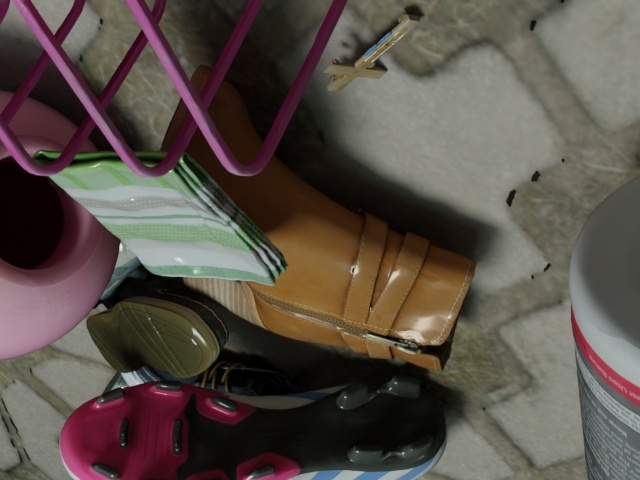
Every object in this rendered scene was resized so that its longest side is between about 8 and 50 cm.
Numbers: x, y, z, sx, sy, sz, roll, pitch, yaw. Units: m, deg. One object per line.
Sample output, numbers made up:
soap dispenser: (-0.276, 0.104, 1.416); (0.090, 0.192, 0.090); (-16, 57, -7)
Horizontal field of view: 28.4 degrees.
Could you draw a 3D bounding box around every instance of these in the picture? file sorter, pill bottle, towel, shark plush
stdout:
file sorter: (-0.153, -0.154, 0.721); (0.290, 0.202, 0.182); (4, 143, 28)
pill bottle: (0.259, 0.113, 0.826); (0.176, 0.176, 0.319); (9, 142, 23)
towel: (-0.100, -0.012, 0.806); (0.113, 0.023, 0.152); (1, 155, 26)
shark plush: (-0.178, 0.035, 1.112); (0.067, 0.073, 0.161); (-2, 142, -12)

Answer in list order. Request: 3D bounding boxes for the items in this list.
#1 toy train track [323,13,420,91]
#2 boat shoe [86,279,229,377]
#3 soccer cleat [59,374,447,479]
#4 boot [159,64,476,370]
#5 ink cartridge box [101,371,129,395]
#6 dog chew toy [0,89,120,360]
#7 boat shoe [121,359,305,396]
toy train track: (0.031, -0.121, 0.801); (0.048, 0.014, 0.083); (1, 154, -41)
boat shoe: (-0.132, 0.067, 1.078); (0.080, 0.073, 0.223); (56, 152, -11)
soccer cleat: (-0.055, 0.190, 1.090); (0.331, 0.116, 0.143); (-1, 148, -10)
boot: (0.000, 0.000, 0.897); (0.220, 0.109, 0.283); (19, 148, 13)
ink cartridge box: (-0.114, 0.236, 1.326); (0.275, 0.060, 0.239); (31, 146, -8)
dog chew toy: (-0.303, -0.003, 1.023); (0.206, 0.207, 0.331); (44, 149, -25)
boat shoe: (-0.092, 0.133, 1.180); (0.183, 0.065, 0.083); (29, 143, -17)
